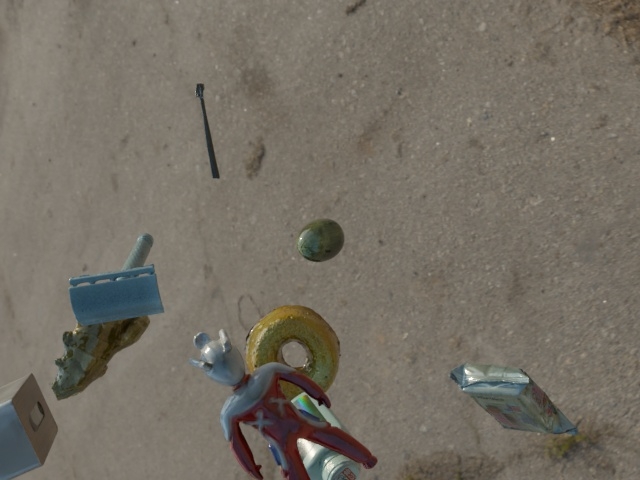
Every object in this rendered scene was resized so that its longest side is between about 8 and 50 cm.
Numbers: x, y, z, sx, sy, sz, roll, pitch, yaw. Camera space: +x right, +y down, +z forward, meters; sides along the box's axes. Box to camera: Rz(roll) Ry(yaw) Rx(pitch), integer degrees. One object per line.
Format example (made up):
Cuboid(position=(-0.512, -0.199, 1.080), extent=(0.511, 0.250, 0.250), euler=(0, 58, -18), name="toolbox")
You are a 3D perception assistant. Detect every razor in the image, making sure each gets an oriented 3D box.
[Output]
Cuboid(position=(-0.264, 0.035, 0.832), extent=(0.232, 0.105, 0.068), euler=(-112, 15, -69), name="razor")

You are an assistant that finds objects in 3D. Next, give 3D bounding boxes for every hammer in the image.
Cuboid(position=(-0.350, -0.339, 1.865), extent=(0.125, 0.026, 0.298), euler=(-105, 7, -76), name="hammer")

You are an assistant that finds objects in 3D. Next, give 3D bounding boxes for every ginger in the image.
Cuboid(position=(-0.400, 0.182, 1.047), extent=(0.081, 0.205, 0.115), euler=(29, 153, 29), name="ginger")

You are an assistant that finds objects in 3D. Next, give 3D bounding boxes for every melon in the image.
Cuboid(position=(0.000, 0.000, 1.357), extent=(0.097, 0.130, 0.098), euler=(10, 108, 32), name="melon")

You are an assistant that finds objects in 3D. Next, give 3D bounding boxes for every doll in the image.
Cuboid(position=(-0.082, 0.303, 1.031), extent=(0.384, 0.188, 0.099), euler=(48, 161, -3), name="doll")

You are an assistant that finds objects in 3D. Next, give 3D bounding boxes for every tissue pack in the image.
Cuboid(position=(-0.692, 0.418, 1.320), extent=(0.160, 0.135, 0.246), euler=(69, 165, -8), name="tissue pack")

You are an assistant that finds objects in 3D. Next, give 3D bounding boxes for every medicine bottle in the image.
Cuboid(position=(-0.003, 0.405, 1.194), extent=(0.121, 0.083, 0.229), euler=(-44, 31, -7), name="medicine bottle")

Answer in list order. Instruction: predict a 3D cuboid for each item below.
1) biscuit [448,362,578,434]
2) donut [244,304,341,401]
Cuboid(position=(0.427, 0.351, 1.311), extent=(0.186, 0.309, 0.079), euler=(-2, 54, 41), name="biscuit")
Cuboid(position=(-0.070, 0.318, 1.635), extent=(0.108, 0.277, 0.278), euler=(171, 92, -83), name="donut")
